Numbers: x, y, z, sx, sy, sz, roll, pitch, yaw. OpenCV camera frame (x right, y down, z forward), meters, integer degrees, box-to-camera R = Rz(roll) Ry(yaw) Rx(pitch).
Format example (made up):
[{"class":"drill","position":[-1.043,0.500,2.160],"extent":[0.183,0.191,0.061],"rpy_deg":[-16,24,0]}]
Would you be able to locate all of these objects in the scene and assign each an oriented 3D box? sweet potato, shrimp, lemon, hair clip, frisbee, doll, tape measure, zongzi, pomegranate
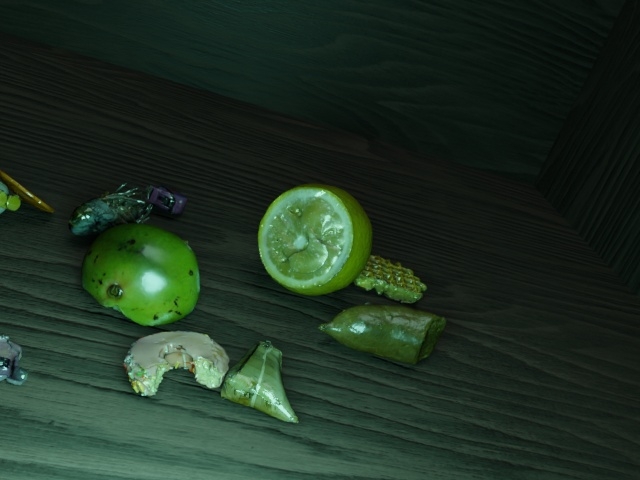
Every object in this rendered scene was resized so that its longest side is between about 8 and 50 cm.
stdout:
[{"class":"sweet potato","position":[0.175,0.253,1.871],"extent":[0.369,0.158,0.158],"rpy_deg":[12,26,-5]},{"class":"shrimp","position":[-0.594,-0.073,1.987],"extent":[0.172,0.137,0.372],"rpy_deg":[44,33,12]},{"class":"lemon","position":[0.000,0.000,2.034],"extent":[0.363,0.365,0.364],"rpy_deg":[16,26,-8]},{"class":"hair clip","position":[-0.711,0.243,1.370],"extent":[0.187,0.056,0.146],"rpy_deg":[16,23,-30]},{"class":"frisbee","position":[-0.864,-0.135,1.921],"extent":[0.192,0.035,0.192],"rpy_deg":[34,-12,9]},{"class":"doll","position":[-0.984,-0.155,1.866],"extent":[0.296,0.117,0.141],"rpy_deg":[31,6,21]},{"class":"tape measure","position":[-0.514,-0.138,2.212],"extent":[0.125,0.074,0.118],"rpy_deg":[28,7,15]},{"class":"zongzi","position":[-0.112,0.334,1.549],"extent":[0.197,0.099,0.194],"rpy_deg":[23,32,10]},{"class":"pomegranate","position":[-0.440,0.057,1.732],"extent":[0.309,0.216,0.358],"rpy_deg":[22,24,11]}]

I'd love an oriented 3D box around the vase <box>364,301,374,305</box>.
[{"class":"vase","position":[0.170,0.235,2.013],"extent":[0.100,0.053,0.053],"rpy_deg":[36,29,21]}]

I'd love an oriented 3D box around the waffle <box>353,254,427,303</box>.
[{"class":"waffle","position":[0.206,0.125,2.248],"extent":[0.309,0.065,0.283],"rpy_deg":[34,26,33]}]

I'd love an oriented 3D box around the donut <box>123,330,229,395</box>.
[{"class":"donut","position":[-0.330,0.279,1.499],"extent":[0.232,0.085,0.199],"rpy_deg":[0,21,-23]}]
